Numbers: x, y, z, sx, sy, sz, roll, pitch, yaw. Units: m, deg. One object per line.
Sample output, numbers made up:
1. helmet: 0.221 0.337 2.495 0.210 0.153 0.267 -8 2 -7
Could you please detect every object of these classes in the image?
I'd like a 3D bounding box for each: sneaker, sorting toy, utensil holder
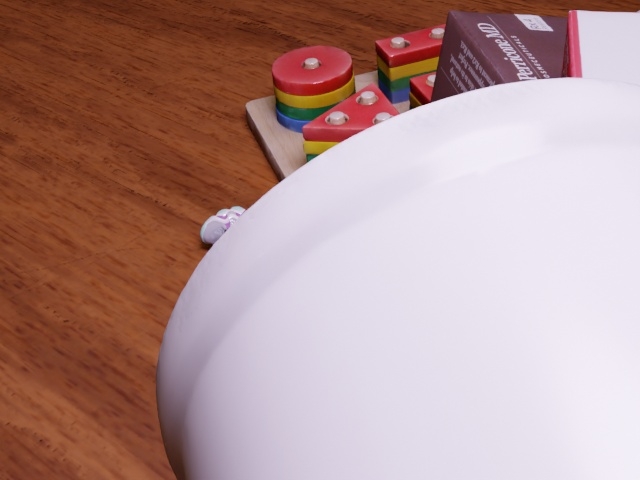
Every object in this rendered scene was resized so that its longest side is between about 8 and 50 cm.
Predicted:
1. sneaker: -0.061 -0.003 0.946 0.098 0.038 0.069 -14 36 -9
2. sorting toy: 0.069 -0.137 1.063 0.256 0.089 0.257 -15 38 -11
3. utensil holder: 0.125 0.179 0.401 0.328 0.327 0.385 -13 47 -8

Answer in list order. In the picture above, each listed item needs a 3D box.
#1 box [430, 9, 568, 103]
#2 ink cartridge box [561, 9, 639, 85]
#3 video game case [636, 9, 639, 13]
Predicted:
1. box: 0.212 -0.088 0.872 0.203 0.167 0.168 1 33 -13
2. ink cartridge box: 0.214 0.008 0.694 0.114 0.272 0.197 4 38 9
3. video game case: 0.509 -0.285 1.247 0.173 0.022 0.190 27 48 37
